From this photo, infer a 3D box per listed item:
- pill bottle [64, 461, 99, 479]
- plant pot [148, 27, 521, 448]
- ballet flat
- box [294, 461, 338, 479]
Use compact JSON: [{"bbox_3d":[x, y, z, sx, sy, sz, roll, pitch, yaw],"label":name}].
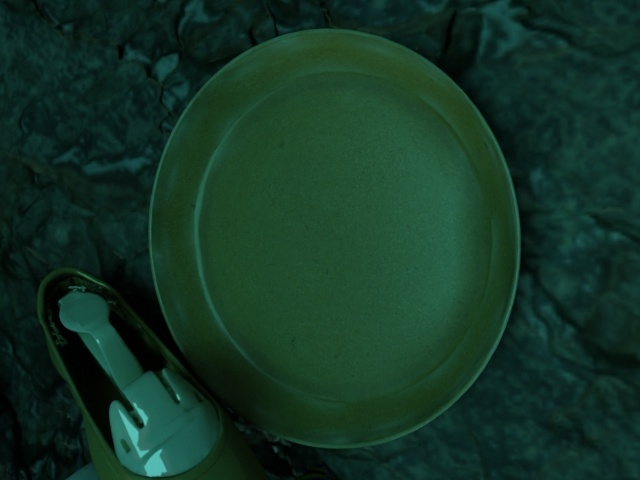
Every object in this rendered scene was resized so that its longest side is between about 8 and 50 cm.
[{"bbox_3d":[-0.086,0.237,0.425,0.208,0.118,0.117,37,109,21],"label":"pill bottle"},{"bbox_3d":[0.000,0.000,0.414,0.236,0.032,0.236,2,93,28],"label":"plant pot"},{"bbox_3d":[-0.114,0.092,0.421,0.232,0.080,0.073,35,146,39],"label":"ballet flat"},{"bbox_3d":[0.028,0.214,0.399,0.169,0.054,0.059,45,112,18],"label":"box"}]
